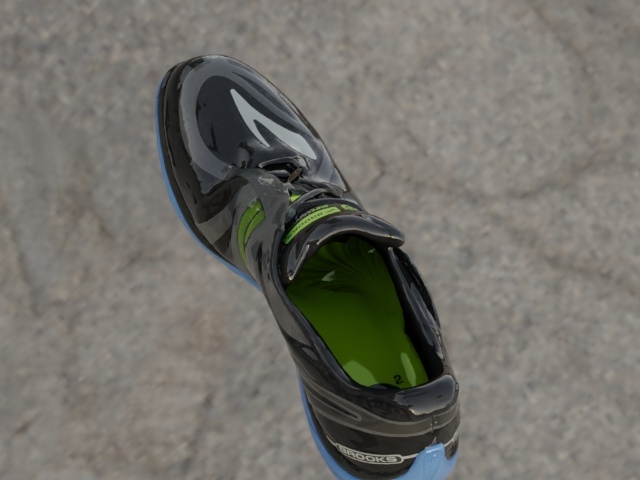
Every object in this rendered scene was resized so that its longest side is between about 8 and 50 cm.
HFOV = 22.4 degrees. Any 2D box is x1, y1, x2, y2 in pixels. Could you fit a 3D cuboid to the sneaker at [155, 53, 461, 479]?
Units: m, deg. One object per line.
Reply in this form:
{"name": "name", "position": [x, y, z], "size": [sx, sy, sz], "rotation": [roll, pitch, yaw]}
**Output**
{"name": "sneaker", "position": [0.000, 0.000, 0.576], "size": [0.067, 0.078, 0.188], "rotation": [-18, 60, -22]}
